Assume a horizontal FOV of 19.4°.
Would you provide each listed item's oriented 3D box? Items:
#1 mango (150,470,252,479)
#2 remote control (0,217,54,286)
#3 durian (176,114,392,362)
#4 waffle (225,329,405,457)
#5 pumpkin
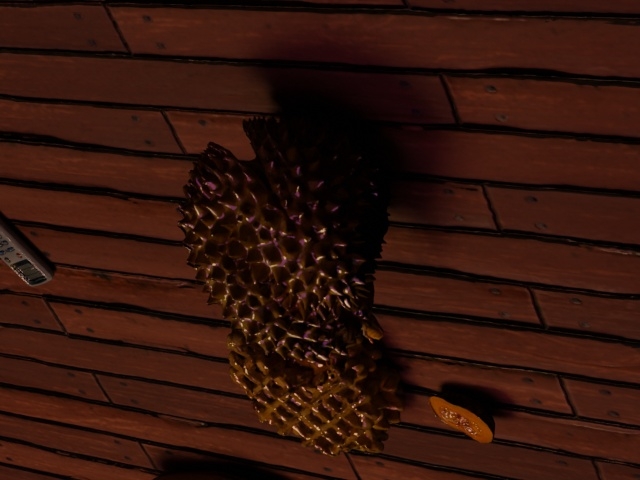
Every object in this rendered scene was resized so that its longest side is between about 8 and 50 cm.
[{"bbox_3d":[-0.122,0.351,2.242,0.262,0.130,0.167,-10,130,41],"label":"mango"},{"bbox_3d":[-0.349,0.003,2.085,0.124,0.018,0.053,48,145,-20],"label":"remote control"},{"bbox_3d":[0.000,0.000,1.635,0.138,0.193,0.237,-22,125,41],"label":"durian"},{"bbox_3d":[-0.011,0.143,1.931,0.193,0.070,0.197,-6,131,45],"label":"waffle"},{"bbox_3d":[0.146,0.170,1.872,0.083,0.028,0.050,20,147,34],"label":"pumpkin"}]
